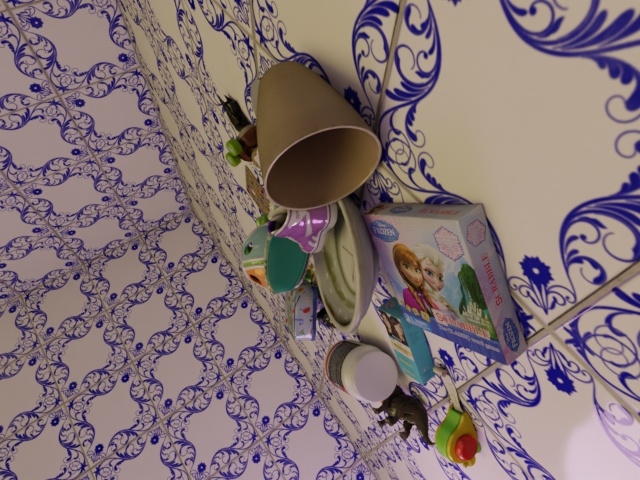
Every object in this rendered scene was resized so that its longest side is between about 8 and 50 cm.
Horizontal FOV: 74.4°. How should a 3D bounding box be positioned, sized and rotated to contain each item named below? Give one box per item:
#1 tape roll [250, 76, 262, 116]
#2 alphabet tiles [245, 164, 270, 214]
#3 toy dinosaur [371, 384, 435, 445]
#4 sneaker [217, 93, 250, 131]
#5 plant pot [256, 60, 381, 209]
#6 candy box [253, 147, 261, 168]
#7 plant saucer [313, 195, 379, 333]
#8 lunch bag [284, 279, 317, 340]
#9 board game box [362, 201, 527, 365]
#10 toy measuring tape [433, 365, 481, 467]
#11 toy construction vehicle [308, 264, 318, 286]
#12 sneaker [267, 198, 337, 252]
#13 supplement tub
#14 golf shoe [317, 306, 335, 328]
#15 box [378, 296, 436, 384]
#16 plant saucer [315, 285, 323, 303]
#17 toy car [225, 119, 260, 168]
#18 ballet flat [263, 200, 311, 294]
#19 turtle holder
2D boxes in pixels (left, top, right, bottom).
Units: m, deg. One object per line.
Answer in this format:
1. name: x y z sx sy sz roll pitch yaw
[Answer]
1. tape roll: -0.105 -0.342 1.153 0.219 0.072 0.219 48 157 29
2. alphabet tiles: -0.262 -0.186 1.836 0.237 0.009 0.198 53 159 16
3. toy dinosaur: 0.283 0.581 1.442 0.313 0.160 0.121 -1 120 59
4. sneaker: -0.307 -0.455 1.505 0.170 0.051 0.089 46 161 41
5. plant pot: -0.038 -0.253 0.924 0.257 0.256 0.274 100 151 -61
6. candy box: -0.089 -0.184 1.137 0.196 0.070 0.165 55 164 -3
7. plant saucer: 0.071 0.042 1.133 0.400 0.100 0.402 173 90 -75
8. lunch bag: -0.086 0.299 1.799 0.303 0.114 0.244 -170 80 -79
9. board game box: 0.250 0.074 0.905 0.318 0.065 0.318 11 128 64
10. toy measuring tape: 0.362 0.518 1.193 0.121 0.121 0.331 9 126 65
11. toy construction vehicle: -0.029 0.138 1.713 0.098 0.035 0.086 84 160 -44
12. sneaker: -0.065 -0.035 1.106 0.282 0.160 0.102 113 145 -65
13. supplement tub: 0.141 0.469 1.535 0.191 0.191 0.272 61 160 -4
14. golf shoe: 0.033 0.332 1.767 0.094 0.077 0.198 53 167 -7
15. box: 0.251 0.289 1.211 0.100 0.060 0.245 21 137 60
16. plant saucer: 0.010 0.227 1.752 0.119 0.021 0.119 49 158 27
17. toy car: -0.186 -0.270 1.360 0.188 0.155 0.149 45 159 3
18. ballet flat: -0.093 -0.041 1.301 0.147 0.146 0.410 -177 92 -66
19. turtle holder: -0.172 0.023 1.542 0.243 0.227 0.321 67 -169 -77
